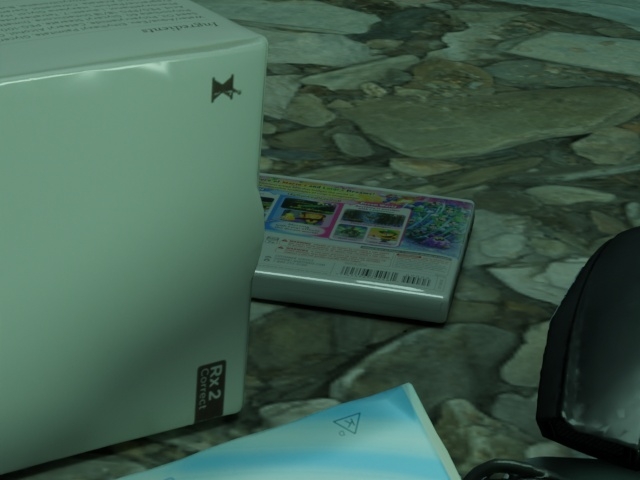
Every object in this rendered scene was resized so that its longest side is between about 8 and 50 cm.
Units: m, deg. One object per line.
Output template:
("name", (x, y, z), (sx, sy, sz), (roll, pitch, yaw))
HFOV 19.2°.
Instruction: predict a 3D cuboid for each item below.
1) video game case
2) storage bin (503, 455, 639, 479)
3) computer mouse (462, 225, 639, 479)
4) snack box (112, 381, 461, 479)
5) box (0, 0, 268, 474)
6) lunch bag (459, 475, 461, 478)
("video game case", (0.000, 0.000, 1.034), (0.157, 0.019, 0.143), (7, 23, 8))
("storage bin", (0.110, 0.144, 0.623), (0.098, 0.091, 0.135), (3, 24, -6))
("computer mouse", (0.161, 0.051, 0.661), (0.184, 0.060, 0.262), (12, 23, 17))
("snack box", (-0.092, 0.162, 0.399), (0.322, 0.060, 0.187), (-18, 51, -12))
("box", (-0.130, -0.009, 0.818), (0.182, 0.181, 0.119), (-12, 27, -34))
("lunch bag", (0.005, 0.113, 0.700), (0.083, 0.071, 0.053), (12, 25, 17))
